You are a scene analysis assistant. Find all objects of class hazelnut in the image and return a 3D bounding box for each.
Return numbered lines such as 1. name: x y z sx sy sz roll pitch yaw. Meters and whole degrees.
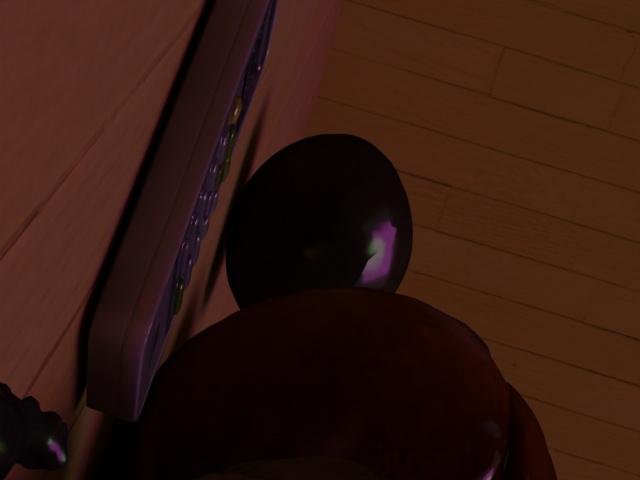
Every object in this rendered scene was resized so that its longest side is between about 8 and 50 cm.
1. hazelnut: 0.001 0.211 0.991 0.315 0.372 0.372 -21 -148 30

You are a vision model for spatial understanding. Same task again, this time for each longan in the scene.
1. longan: 0.000 0.000 1.452 0.198 0.198 0.212 106 1 -79

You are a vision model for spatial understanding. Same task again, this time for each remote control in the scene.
1. remote control: -0.067 -0.034 0.757 0.103 0.034 0.250 107 0 -58

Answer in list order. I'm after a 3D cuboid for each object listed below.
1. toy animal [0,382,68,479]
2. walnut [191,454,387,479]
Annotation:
1. toy animal: -0.100 0.089 0.339 0.065 0.047 0.136 49 59 -84
2. walnut: -0.030 0.243 0.674 0.253 0.282 0.277 -8 -92 47
